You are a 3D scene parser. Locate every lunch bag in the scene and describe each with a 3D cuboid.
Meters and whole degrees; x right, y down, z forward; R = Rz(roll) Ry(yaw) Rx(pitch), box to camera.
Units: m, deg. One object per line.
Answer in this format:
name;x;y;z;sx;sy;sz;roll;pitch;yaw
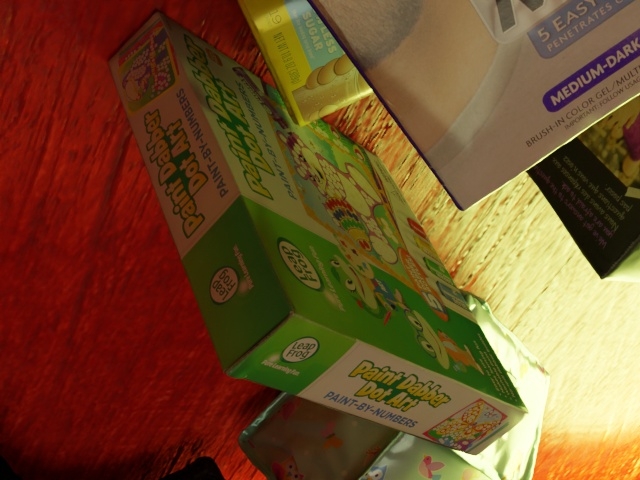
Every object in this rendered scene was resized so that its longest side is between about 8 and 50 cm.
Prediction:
lunch bag;0.096;0.179;0.978;0.262;0.160;0.223;-45;137;5

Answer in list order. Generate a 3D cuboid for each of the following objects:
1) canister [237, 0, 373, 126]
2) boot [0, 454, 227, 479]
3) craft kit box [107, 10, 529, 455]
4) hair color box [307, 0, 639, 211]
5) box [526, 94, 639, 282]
canister;0.039;-0.153;0.623;0.170;0.073;0.126;-25;141;1
boot;-0.202;0.259;0.912;0.260;0.131;0.348;-8;150;-11
craft kit box;0.000;0.000;0.636;0.061;0.249;0.247;-43;140;21
hair color box;0.050;-0.194;0.480;0.185;0.110;0.339;-35;123;10
box;0.313;-0.103;0.780;0.165;0.143;0.270;5;133;-33
